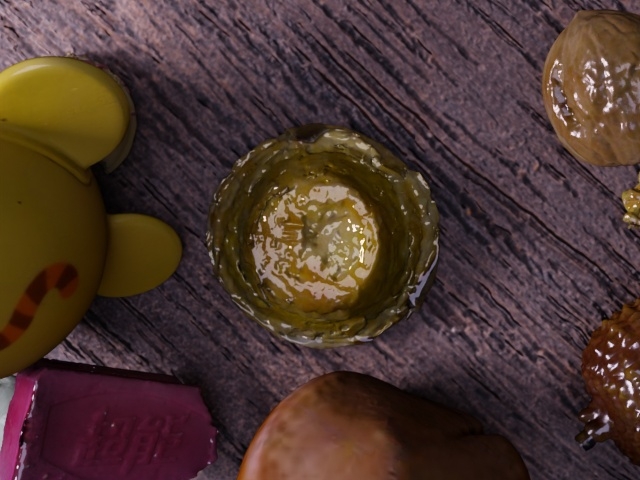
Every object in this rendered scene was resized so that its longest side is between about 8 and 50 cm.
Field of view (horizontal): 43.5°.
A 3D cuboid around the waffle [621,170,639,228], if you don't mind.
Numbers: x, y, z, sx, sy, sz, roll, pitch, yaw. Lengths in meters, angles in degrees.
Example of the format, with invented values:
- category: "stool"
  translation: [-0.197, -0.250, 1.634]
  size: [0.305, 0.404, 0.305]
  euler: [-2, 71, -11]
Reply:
- category: "waffle"
  translation: [0.460, -0.026, 0.955]
  size: [0.191, 0.046, 0.161]
  euler: [-12, 96, 7]

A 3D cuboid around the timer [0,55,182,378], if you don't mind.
- category: "timer"
  translation: [-0.369, -0.021, 0.899]
  size: [0.386, 0.376, 0.376]
  euler: [-19, 95, -6]

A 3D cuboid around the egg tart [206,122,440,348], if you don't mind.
- category: "egg tart"
  translation: [0.000, 0.000, 0.966]
  size: [0.294, 0.116, 0.295]
  euler: [0, 95, 5]

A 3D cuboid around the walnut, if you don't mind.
- category: "walnut"
  translation: [0.326, -0.172, 0.894]
  size: [0.155, 0.155, 0.184]
  euler: [-22, 92, 8]

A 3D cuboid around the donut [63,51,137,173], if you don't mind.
- category: "donut"
  translation: [-0.297, -0.171, 0.995]
  size: [0.166, 0.065, 0.108]
  euler: [41, 98, -1]

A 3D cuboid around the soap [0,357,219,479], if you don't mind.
- category: "soap"
  translation: [-0.249, 0.235, 0.977]
  size: [0.249, 0.099, 0.162]
  euler: [13, 77, -33]

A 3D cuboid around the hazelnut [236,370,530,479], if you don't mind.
- category: "hazelnut"
  translation: [0.063, 0.330, 0.920]
  size: [0.372, 0.315, 0.373]
  euler: [16, 126, 23]

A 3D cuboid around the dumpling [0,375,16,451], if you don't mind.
- category: "dumpling"
  translation: [-0.377, 0.248, 1.049]
  size: [0.216, 0.105, 0.149]
  euler: [16, 141, -7]

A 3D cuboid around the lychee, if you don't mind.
- category: "lychee"
  translation: [0.392, 0.165, 0.916]
  size: [0.238, 0.200, 0.200]
  euler: [-32, 93, -4]
